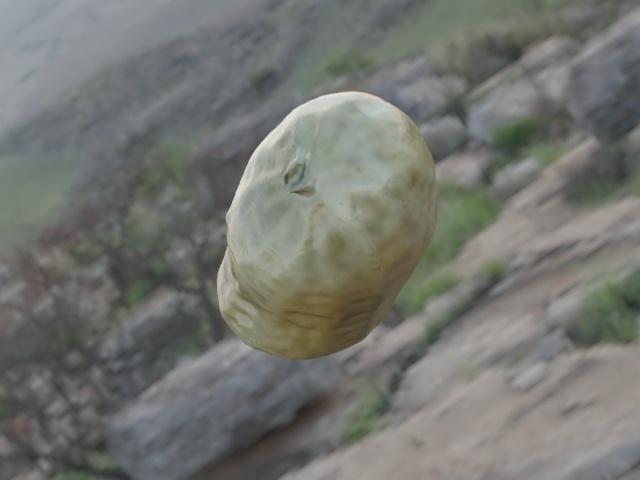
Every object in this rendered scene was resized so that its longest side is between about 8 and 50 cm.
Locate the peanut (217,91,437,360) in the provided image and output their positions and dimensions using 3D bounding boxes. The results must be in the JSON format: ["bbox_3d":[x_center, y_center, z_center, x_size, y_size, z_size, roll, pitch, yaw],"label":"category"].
[{"bbox_3d":[0.000,0.000,1.216,0.129,0.129,0.224,-45,-16,-35],"label":"peanut"}]
